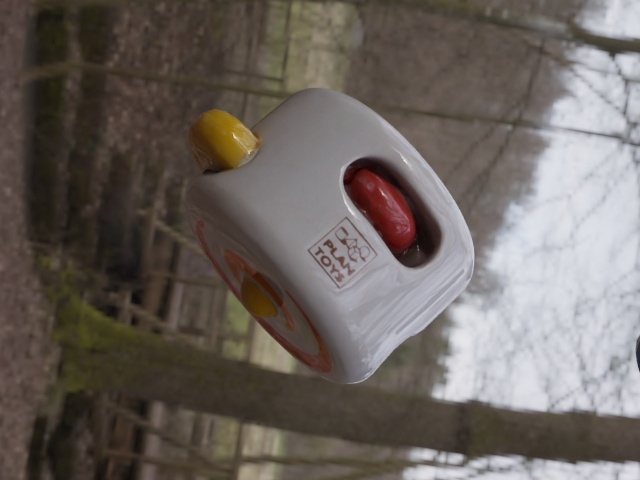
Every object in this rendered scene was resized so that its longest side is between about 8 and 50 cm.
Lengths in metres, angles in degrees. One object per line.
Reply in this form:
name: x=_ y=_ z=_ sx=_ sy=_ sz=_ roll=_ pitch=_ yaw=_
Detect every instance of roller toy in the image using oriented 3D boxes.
roller toy: x=0.000 y=0.000 z=0.967 sx=0.146 sy=0.191 sz=0.209 roll=-41 pitch=144 yaw=-16

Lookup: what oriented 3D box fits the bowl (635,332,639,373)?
bowl: x=0.589 y=0.208 z=1.713 sx=0.077 sy=0.391 sz=0.391 roll=-60 pitch=-169 yaw=28
